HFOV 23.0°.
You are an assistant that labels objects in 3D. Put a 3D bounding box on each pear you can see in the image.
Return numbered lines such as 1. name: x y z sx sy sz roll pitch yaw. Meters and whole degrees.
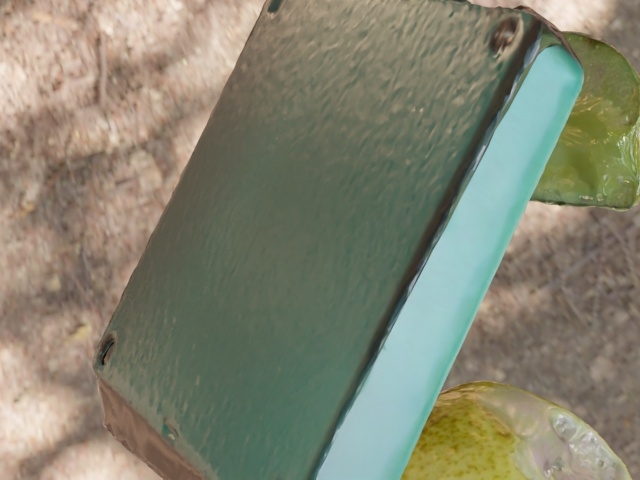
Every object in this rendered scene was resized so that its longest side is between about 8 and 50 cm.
1. pear: 0.140 0.248 1.267 0.271 0.271 0.271 -8 123 -13

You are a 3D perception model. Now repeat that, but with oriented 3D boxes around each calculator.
1. calculator: 0.000 0.000 0.697 0.058 0.274 0.248 25 87 -26

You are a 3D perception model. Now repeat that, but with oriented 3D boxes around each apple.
1. apple: 0.268 -0.127 1.714 0.120 0.265 0.193 16 85 -47
